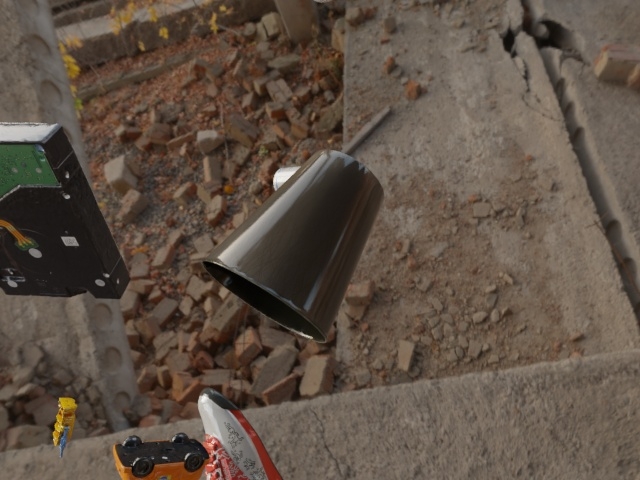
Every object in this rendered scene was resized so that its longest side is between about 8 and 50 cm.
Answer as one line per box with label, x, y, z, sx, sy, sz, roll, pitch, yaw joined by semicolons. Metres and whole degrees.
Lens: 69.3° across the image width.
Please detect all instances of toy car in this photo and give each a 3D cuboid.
toy car;-0.132;0.144;0.318;0.122;0.060;0.040;8;87;38

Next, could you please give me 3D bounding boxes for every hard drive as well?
hard drive;-0.491;-0.035;0.784;0.237;0.338;0.064;1;43;5

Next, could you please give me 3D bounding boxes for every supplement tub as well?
supplement tub;-0.052;-0.137;1.081;0.107;0.071;0.071;5;55;44

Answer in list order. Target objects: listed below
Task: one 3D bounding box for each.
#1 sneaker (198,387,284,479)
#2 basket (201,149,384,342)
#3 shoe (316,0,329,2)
sneaker;-0.151;0.380;0.728;0.145;0.270;0.090;-35;9;-34
basket;-0.018;-0.004;0.655;0.204;0.154;0.227;27;68;21
shoe;-0.016;-0.380;0.544;0.064;0.178;0.081;-27;16;-12
